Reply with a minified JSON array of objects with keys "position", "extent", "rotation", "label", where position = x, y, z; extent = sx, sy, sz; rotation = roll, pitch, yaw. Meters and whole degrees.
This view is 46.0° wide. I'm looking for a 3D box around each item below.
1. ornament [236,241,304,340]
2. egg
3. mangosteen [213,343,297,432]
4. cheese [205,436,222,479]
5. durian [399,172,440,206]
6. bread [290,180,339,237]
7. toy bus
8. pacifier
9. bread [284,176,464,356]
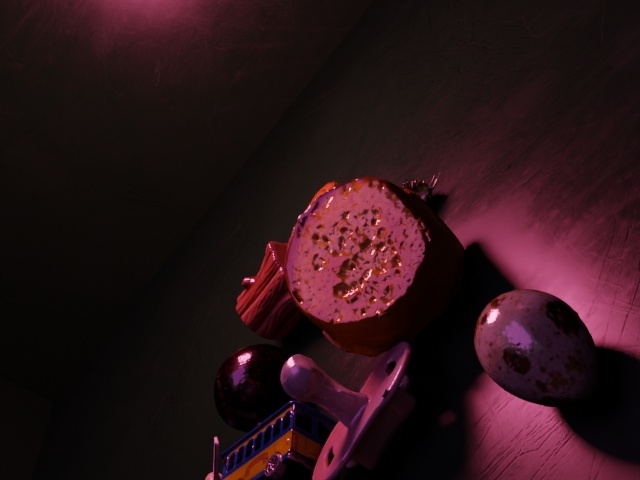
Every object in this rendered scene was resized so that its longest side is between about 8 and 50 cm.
[{"position":[-0.110,0.145,2.081],"extent":[0.218,0.221,0.235],"rotation":[-51,14,24],"label":"ornament"},{"position":[0.339,0.170,1.178],"extent":[0.169,0.169,0.231],"rotation":[-53,32,8],"label":"egg"},{"position":[-0.136,0.381,1.835],"extent":[0.228,0.228,0.265],"rotation":[-47,61,21],"label":"mangosteen"},{"position":[-0.251,0.585,1.799],"extent":[0.127,0.054,0.252],"rotation":[-127,39,-67],"label":"cheese"},{"position":[0.187,0.004,1.845],"extent":[0.169,0.158,0.352],"rotation":[4,56,25],"label":"durian"},{"position":[-0.007,-0.071,2.327],"extent":[0.246,0.094,0.102],"rotation":[-57,17,-1],"label":"bread"},{"position":[-0.099,0.500,1.658],"extent":[0.287,0.138,0.175],"rotation":[-42,27,31],"label":"toy bus"},{"position":[0.062,0.326,1.479],"extent":[0.332,0.273,0.220],"rotation":[-56,38,1],"label":"pacifier"},{"position":[0.103,0.048,1.637],"extent":[0.398,0.215,0.398],"rotation":[-12,63,26],"label":"bread"}]
